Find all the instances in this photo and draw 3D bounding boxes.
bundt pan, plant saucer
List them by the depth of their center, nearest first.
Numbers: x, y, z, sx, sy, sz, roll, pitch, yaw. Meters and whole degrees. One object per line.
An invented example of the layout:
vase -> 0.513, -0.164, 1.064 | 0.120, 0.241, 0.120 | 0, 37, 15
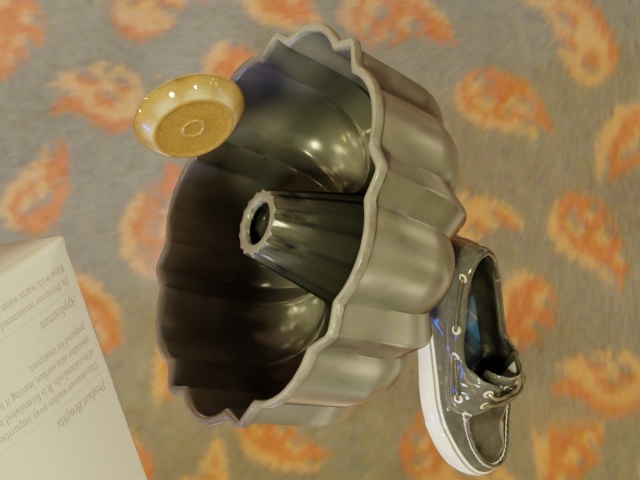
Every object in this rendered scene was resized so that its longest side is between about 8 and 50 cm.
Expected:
plant saucer -> -0.092, -0.085, 1.254 | 0.083, 0.083, 0.015 | -32, 52, 14
bundt pan -> 0.000, 0.000, 1.402 | 0.124, 0.331, 0.331 | 16, 105, -29

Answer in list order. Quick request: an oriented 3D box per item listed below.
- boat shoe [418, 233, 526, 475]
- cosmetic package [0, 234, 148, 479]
boat shoe -> 0.131, 0.098, 1.436 | 0.076, 0.080, 0.228 | 13, 121, 44
cosmetic package -> -0.196, 0.215, 1.002 | 0.156, 0.217, 0.385 | -9, 104, 28
